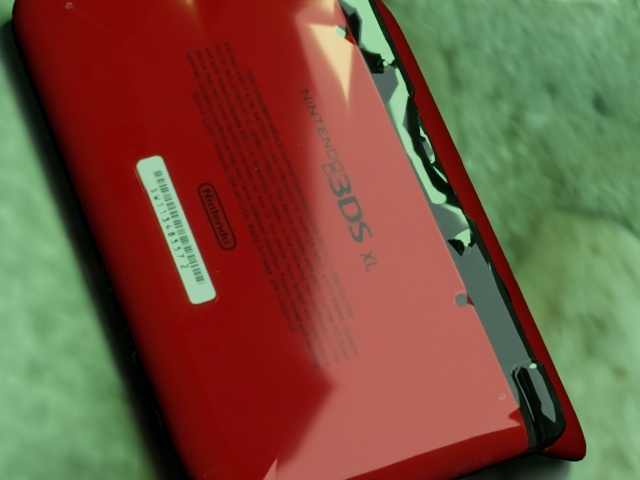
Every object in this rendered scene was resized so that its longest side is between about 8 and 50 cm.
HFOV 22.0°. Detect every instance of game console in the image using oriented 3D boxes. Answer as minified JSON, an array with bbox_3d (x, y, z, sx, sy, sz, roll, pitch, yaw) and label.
[{"bbox_3d":[0.000,0.000,0.412,0.124,0.085,0.144,-18,74,-18],"label":"game console"}]
